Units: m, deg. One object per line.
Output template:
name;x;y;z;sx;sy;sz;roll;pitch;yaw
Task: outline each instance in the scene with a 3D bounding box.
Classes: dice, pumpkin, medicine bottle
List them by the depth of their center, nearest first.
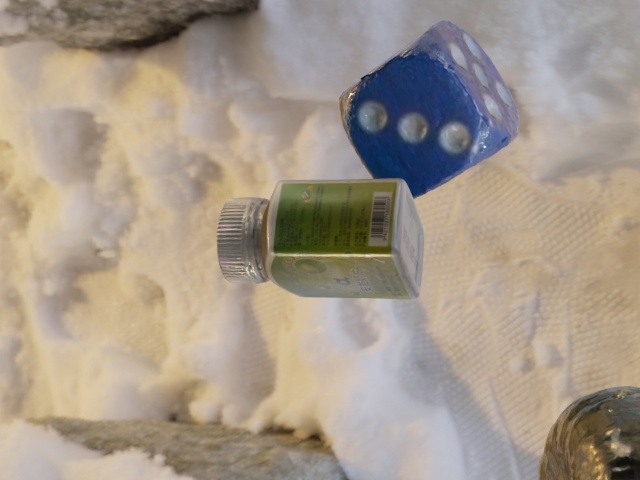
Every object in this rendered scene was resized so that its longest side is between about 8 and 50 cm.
pumpkin;0.225;0.213;0.764;0.152;0.211;0.211;-4;94;-3
medicine bottle;0.000;0.000;1.015;0.189;0.132;0.088;0;67;16
dice;0.113;-0.134;1.077;0.146;0.143;0.146;-32;96;27
